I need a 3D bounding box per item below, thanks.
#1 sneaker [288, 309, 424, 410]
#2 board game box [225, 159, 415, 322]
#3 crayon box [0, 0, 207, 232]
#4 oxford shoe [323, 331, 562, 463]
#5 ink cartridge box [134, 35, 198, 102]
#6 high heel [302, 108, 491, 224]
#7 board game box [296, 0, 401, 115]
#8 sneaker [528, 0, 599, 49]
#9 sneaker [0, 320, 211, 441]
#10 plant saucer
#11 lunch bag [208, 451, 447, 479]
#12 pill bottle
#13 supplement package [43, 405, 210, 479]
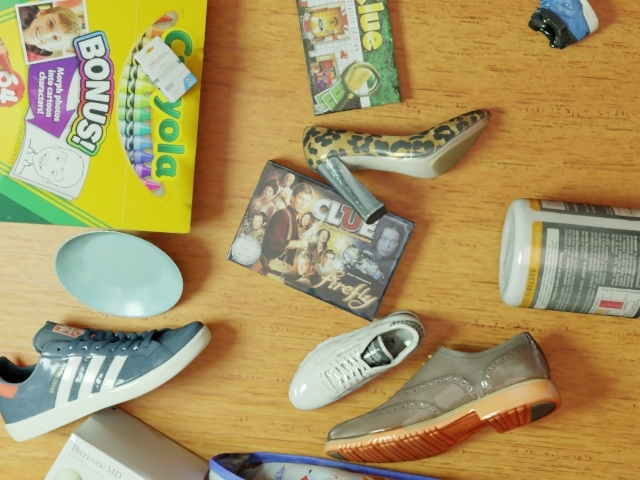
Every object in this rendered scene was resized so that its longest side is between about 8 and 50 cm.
[{"bbox_3d":[0.050,0.182,1.510,0.235,0.095,0.090,-34,94,6],"label":"sneaker"},{"bbox_3d":[0.000,0.000,1.522,0.243,0.042,0.165,23,95,1],"label":"board game box"},{"bbox_3d":[-0.336,-0.202,1.446,0.313,0.106,0.363,3,96,-16],"label":"crayon box"},{"bbox_3d":[0.171,0.243,1.515,0.363,0.130,0.133,-18,61,11],"label":"oxford shoe"},{"bbox_3d":[-0.219,-0.240,1.408,0.048,0.028,0.083,-45,109,-11],"label":"ink cartridge box"},{"bbox_3d":[0.108,-0.163,1.495,0.261,0.093,0.186,-36,67,-11],"label":"high heel"},{"bbox_3d":[0.036,-0.325,1.501,0.136,0.030,0.260,-10,94,1],"label":"board game box"},{"bbox_3d":[0.334,-0.353,1.469,0.084,0.058,0.152,-33,99,-4],"label":"sneaker"},{"bbox_3d":[-0.341,0.172,1.507,0.350,0.131,0.148,-24,98,5],"label":"sneaker"},{"bbox_3d":[-0.299,0.041,1.505,0.194,0.037,0.195,4,137,4],"label":"plant saucer"},{"bbox_3d":[-0.003,0.503,1.476,0.385,0.239,0.328,8,96,18],"label":"lunch bag"},{"bbox_3d":[0.406,0.029,1.445,0.278,0.162,0.162,6,95,3],"label":"pill bottle"},{"bbox_3d":[-0.324,0.418,1.493,0.199,0.198,0.263,31,95,0],"label":"supplement package"}]
